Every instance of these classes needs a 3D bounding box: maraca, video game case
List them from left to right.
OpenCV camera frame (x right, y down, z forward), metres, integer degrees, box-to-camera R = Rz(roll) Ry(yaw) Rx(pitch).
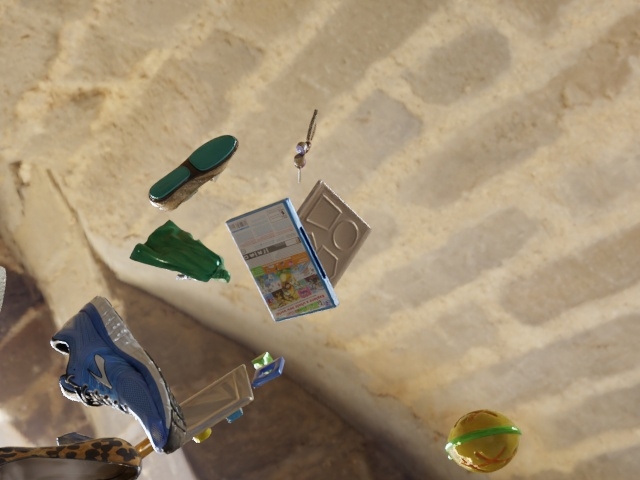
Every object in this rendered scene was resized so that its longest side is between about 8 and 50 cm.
[{"bbox_3d":[-0.055,0.031,1.187,0.119,0.166,0.015,-18,13,38],"label":"video game case"},{"bbox_3d":[0.267,0.336,1.394,0.127,0.099,0.186,-8,-25,1],"label":"maraca"}]

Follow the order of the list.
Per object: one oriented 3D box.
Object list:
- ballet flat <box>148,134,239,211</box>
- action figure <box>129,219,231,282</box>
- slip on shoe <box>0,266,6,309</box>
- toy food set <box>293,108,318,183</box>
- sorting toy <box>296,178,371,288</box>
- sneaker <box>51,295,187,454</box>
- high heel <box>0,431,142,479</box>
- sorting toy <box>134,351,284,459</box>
[{"bbox_3d":[-0.241,-0.128,1.637,0.206,0.073,0.067,-35,-34,-9],"label":"ballet flat"},{"bbox_3d":[-0.290,0.043,1.856,0.137,0.232,0.063,-51,-32,-28],"label":"action figure"},{"bbox_3d":[-0.660,0.150,1.518,0.101,0.331,0.123,18,-54,-2],"label":"slip on shoe"},{"bbox_3d":[-0.030,-0.169,1.511,0.019,0.122,0.078,14,-24,4],"label":"toy food set"},{"bbox_3d":[0.000,0.000,1.792,0.208,0.038,0.193,43,-104,-39],"label":"sorting toy"},{"bbox_3d":[-0.344,0.245,1.412,0.147,0.330,0.130,-35,-36,-18],"label":"sneaker"},{"bbox_3d":[-0.371,0.326,1.104,0.186,0.093,0.261,0,17,42],"label":"high heel"},{"bbox_3d":[-0.212,0.335,1.657,0.347,0.047,0.196,-32,14,-2],"label":"sorting toy"}]
